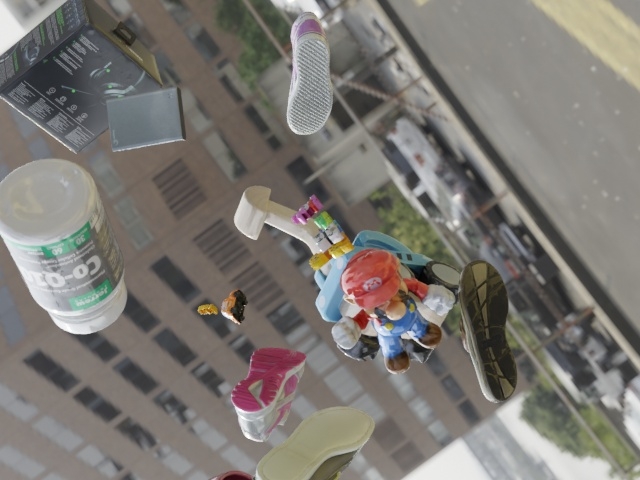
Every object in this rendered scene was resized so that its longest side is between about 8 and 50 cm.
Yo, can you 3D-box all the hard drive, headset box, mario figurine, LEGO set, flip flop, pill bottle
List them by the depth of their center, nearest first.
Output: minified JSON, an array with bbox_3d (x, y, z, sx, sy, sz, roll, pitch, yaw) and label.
[{"bbox_3d":[-0.307,-0.212,1.878,0.022,0.135,0.094,8,-106,-75],"label":"hard drive"},{"bbox_3d":[0.140,0.146,2.002,0.170,0.198,0.320,6,150,29],"label":"mario figurine"},{"bbox_3d":[0.315,0.177,2.080,0.080,0.112,0.277,-9,94,60],"label":"flip flop"},{"bbox_3d":[-0.508,0.022,2.141,0.204,0.204,0.361,54,164,33],"label":"pill bottle"},{"bbox_3d":[0.000,0.000,2.174,0.087,0.093,0.227,49,-176,-23],"label":"LEGO set"},{"bbox_3d":[-0.521,-0.369,2.327,0.246,0.283,0.131,39,-158,-44],"label":"headset box"}]

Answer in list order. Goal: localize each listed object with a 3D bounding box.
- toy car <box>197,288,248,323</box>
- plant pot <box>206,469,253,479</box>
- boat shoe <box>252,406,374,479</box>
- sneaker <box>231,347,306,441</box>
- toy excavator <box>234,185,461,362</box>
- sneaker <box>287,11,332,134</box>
[{"bbox_3d":[-0.169,0.105,1.808,0.122,0.040,0.060,29,-123,-58],"label":"toy car"},{"bbox_3d":[-0.198,0.549,1.978,0.201,0.180,0.201,39,-145,-35],"label":"plant pot"},{"bbox_3d":[-0.012,0.385,1.872,0.109,0.091,0.305,26,-150,27],"label":"boat shoe"},{"bbox_3d":[-0.101,0.292,2.048,0.252,0.103,0.111,-48,-35,-57],"label":"sneaker"},{"bbox_3d":[0.052,0.053,2.454,0.433,0.222,0.445,8,-150,-30],"label":"toy excavator"},{"bbox_3d":[-0.026,-0.389,2.448,0.161,0.102,0.282,-100,15,-46],"label":"sneaker"}]
